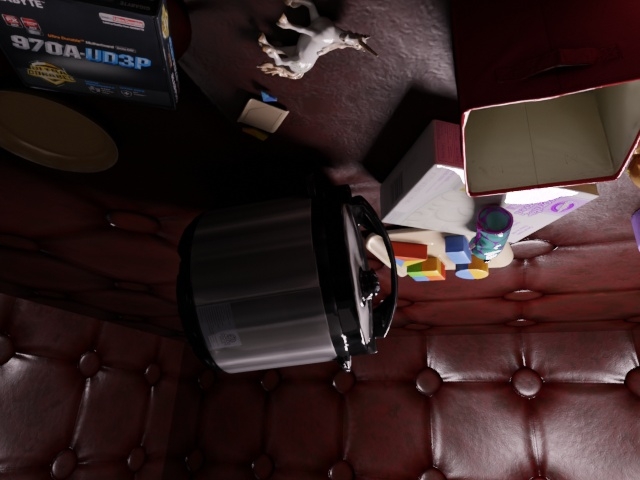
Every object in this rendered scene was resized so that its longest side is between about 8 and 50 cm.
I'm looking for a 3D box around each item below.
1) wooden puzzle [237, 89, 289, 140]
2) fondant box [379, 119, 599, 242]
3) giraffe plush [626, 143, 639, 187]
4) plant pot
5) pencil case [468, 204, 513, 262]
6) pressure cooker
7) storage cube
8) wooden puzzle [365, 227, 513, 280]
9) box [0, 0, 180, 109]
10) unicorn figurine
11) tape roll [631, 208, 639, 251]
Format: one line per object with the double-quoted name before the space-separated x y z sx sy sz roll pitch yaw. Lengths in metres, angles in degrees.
"wooden puzzle" -0.099 -0.214 0.725 0.078 0.014 0.116 13 156 -32
"fondant box" 0.315 -0.100 0.839 0.330 0.096 0.238 7 157 -13
"giraffe plush" 0.552 -0.147 0.663 0.210 0.181 0.170 -33 166 -2
"plant pot" -0.496 -0.201 0.778 0.236 0.033 0.236 3 158 1
"pencil case" 0.335 -0.012 0.841 0.070 0.065 0.152 -17 154 6
"pressure cooker" -0.045 0.088 0.915 0.420 0.376 0.370 -10 146 8
"storage cube" 0.259 -0.188 0.514 0.183 0.193 0.215 -6 156 19
"wooden puzzle" 0.343 0.046 1.195 0.347 0.081 0.322 -10 153 28
"box" -0.314 -0.268 0.573 0.220 0.051 0.175 7 157 -9
"unicorn figurine" -0.012 -0.263 0.557 0.111 0.060 0.162 17 169 -30
"tape roll" 0.823 -0.033 0.955 0.188 0.080 0.189 3 156 1
